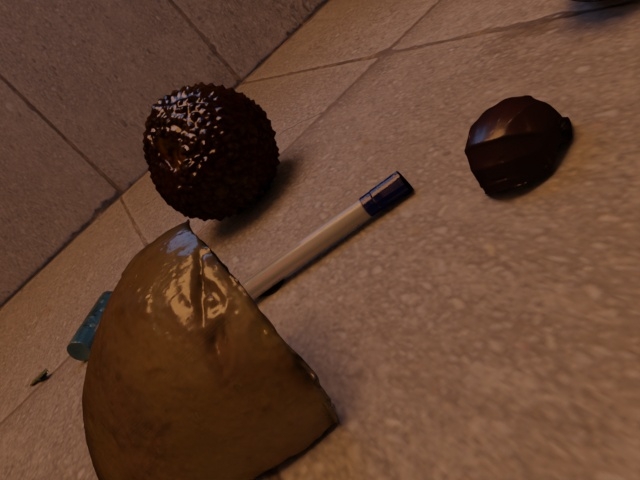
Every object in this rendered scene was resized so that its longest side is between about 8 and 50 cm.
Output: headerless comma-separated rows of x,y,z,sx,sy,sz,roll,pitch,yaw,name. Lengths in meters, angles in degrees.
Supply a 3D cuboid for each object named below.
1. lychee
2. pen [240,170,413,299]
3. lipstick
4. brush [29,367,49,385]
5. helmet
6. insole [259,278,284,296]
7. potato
-0.192,-0.167,1.188,0.267,0.267,0.267,-35,23,17,lychee
0.000,-0.001,0.815,0.269,0.033,0.033,-35,23,16,pen
-0.432,0.161,1.224,0.048,0.048,0.158,-32,23,25,lipstick
-0.567,0.278,1.283,0.084,0.013,0.016,-33,29,40,brush
0.193,-0.106,0.641,0.098,0.070,0.123,-15,35,50,helmet
-0.096,0.071,0.886,0.135,0.002,0.045,-16,33,47,insole
-0.151,0.143,0.593,0.264,0.189,0.211,-43,22,-2,potato
